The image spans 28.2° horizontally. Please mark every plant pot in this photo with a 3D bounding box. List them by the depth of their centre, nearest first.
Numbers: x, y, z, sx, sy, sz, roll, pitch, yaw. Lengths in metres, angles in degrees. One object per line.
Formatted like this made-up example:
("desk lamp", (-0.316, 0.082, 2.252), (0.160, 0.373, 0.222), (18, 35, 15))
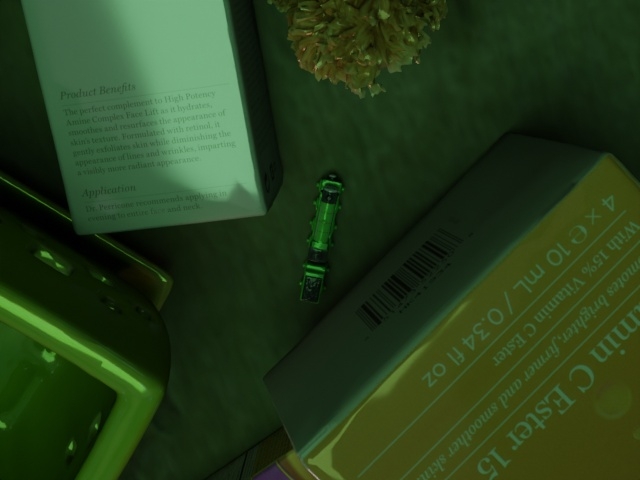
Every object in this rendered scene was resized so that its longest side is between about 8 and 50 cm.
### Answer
("plant pot", (-0.221, 0.072, 0.727), (0.228, 0.207, 0.227), (31, 107, -8))

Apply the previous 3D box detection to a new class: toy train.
("toy train", (0.000, 0.000, 0.784), (0.017, 0.023, 0.083), (11, 112, 1))

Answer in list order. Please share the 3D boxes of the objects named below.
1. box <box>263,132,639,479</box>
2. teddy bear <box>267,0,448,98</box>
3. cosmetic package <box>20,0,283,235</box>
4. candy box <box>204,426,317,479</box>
("box", (0.168, 0.137, 0.716), (0.215, 0.168, 0.345), (-46, 102, -1))
("teddy bear", (0.037, -0.235, 0.588), (0.113, 0.245, 0.338), (9, 141, -23))
("cosmetic package", (-0.098, -0.125, 0.714), (0.117, 0.085, 0.231), (-6, 108, 8))
("candy box", (-0.001, 0.176, 0.836), (0.187, 0.053, 0.109), (-37, 104, 18))
